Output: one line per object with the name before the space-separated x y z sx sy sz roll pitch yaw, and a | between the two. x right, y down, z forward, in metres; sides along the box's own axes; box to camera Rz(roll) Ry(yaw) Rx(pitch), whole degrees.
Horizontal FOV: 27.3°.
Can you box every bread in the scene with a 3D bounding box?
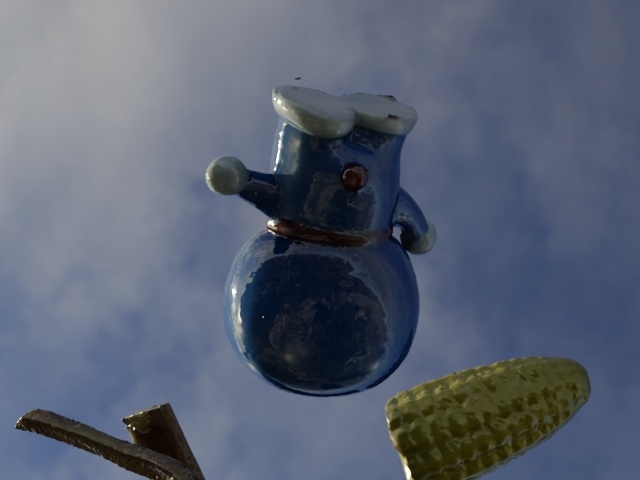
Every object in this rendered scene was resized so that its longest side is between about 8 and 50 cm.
bread | -0.135 0.184 1.155 0.047 0.036 0.083 -26 -92 20

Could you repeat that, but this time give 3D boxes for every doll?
doll | 0.000 0.000 1.079 0.215 0.161 0.257 5 -78 -20

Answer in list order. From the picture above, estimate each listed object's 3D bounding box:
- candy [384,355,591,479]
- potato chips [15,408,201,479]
candy | 0.160 0.165 1.238 0.199 0.106 0.094 -20 -41 -5
potato chips | -0.174 0.179 1.108 0.204 0.037 0.026 19 -62 29
